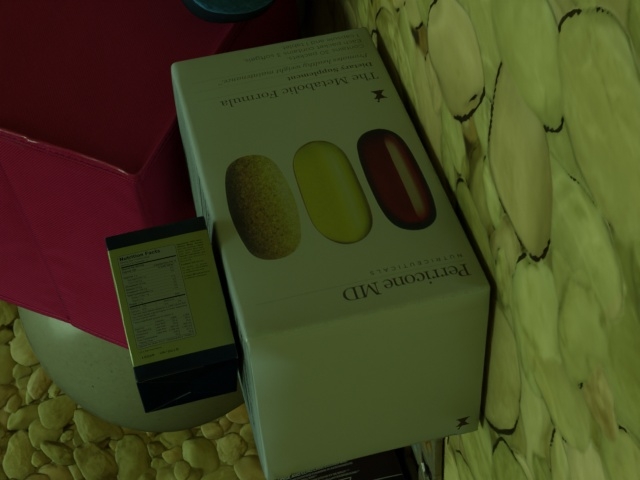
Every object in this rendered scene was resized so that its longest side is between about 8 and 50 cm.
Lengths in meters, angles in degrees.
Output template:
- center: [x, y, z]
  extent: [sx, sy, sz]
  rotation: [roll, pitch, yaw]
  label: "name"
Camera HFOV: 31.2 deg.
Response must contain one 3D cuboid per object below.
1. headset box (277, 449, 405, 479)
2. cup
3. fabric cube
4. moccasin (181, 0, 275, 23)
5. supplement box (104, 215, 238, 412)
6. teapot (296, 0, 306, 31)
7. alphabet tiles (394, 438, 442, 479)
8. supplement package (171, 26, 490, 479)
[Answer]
- center: [0.019, 0.244, 1.006]
  extent: [0.293, 0.110, 0.218]
  rotation: [-110, 8, -51]
  label: "headset box"
- center: [-0.122, 0.024, 1.203]
  extent: [0.237, 0.331, 0.331]
  rotation: [-23, 76, 54]
  label: "cup"
- center: [-0.170, -0.094, 0.944]
  extent: [0.258, 0.259, 0.254]
  rotation: [84, -151, -53]
  label: "fabric cube"
- center: [-0.066, -0.321, 0.832]
  extent: [0.117, 0.137, 0.342]
  rotation: [167, 105, -71]
  label: "moccasin"
- center: [-0.083, 0.043, 0.644]
  extent: [0.083, 0.056, 0.083]
  rotation: [104, 152, -69]
  label: "supplement box"
- center: [-0.125, -0.277, 1.058]
  extent: [0.252, 0.187, 0.256]
  rotation: [123, 134, -80]
  label: "teapot"
- center: [0.063, 0.106, 0.897]
  extent: [0.198, 0.009, 0.237]
  rotation: [-109, 11, -47]
  label: "alphabet tiles"
- center: [0.000, 0.000, 0.709]
  extent: [0.134, 0.139, 0.244]
  rotation: [86, 168, -46]
  label: "supplement package"
